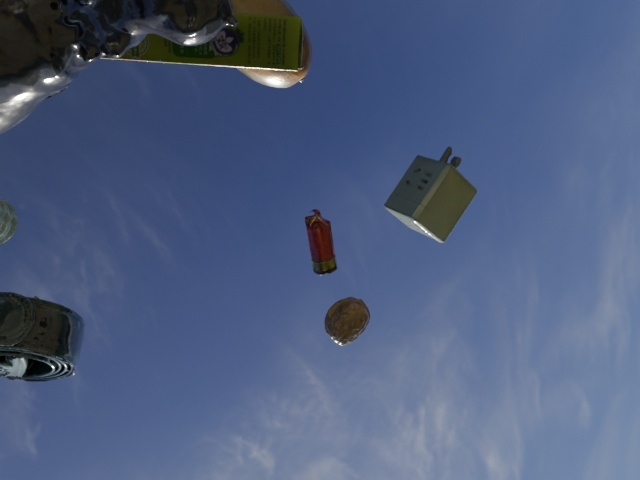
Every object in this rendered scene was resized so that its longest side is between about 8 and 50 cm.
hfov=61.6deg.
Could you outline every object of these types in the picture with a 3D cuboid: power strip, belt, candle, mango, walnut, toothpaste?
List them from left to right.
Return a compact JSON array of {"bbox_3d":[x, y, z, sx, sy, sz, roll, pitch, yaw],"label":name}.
[{"bbox_3d":[-0.509,0.161,0.903,0.206,0.267,0.116,21,-124,-32],"label":"belt"},{"bbox_3d":[-0.187,-0.304,0.809,0.327,0.110,0.077,3,-74,-2],"label":"toothpaste"},{"bbox_3d":[-0.172,-0.525,1.271,0.199,0.221,0.384,-36,-69,13],"label":"mango"},{"bbox_3d":[0.000,0.000,1.051,0.052,0.052,0.131,-26,-64,-35],"label":"candle"},{"bbox_3d":[0.051,0.151,1.027,0.082,0.079,0.096,34,-82,-11],"label":"walnut"},{"bbox_3d":[0.295,-0.130,1.362,0.139,0.140,0.224,34,-90,-33],"label":"power strip"}]

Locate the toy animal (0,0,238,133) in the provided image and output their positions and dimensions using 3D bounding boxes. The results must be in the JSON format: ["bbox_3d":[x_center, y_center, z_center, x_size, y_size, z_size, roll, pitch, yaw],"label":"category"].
[{"bbox_3d":[-0.234,-0.171,0.443,0.343,0.168,0.106,-20,-47,10],"label":"toy animal"}]

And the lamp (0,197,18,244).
[{"bbox_3d":[-0.426,-0.046,0.599,0.193,0.106,0.106,78,-144,-75],"label":"lamp"}]

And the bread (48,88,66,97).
[{"bbox_3d":[-0.525,-0.294,0.939,0.083,0.094,0.157,34,-132,5],"label":"bread"}]
